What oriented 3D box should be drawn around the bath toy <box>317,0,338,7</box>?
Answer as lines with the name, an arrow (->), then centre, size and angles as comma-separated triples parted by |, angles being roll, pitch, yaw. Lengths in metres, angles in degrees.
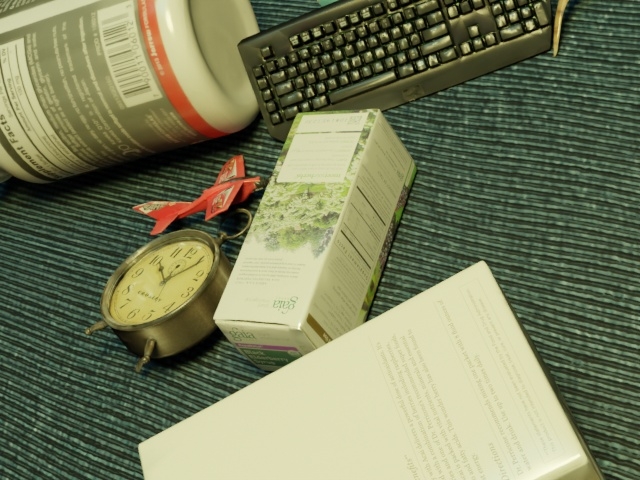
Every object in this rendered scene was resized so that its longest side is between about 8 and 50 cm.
bath toy -> 0.047, -0.411, 1.315 | 0.151, 0.129, 0.348 | 0, 50, -12

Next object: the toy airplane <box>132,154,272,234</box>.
toy airplane -> -0.117, -0.041, 1.174 | 0.151, 0.028, 0.151 | -16, 23, 7

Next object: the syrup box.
syrup box -> 0.000, 0.000, 1.053 | 0.093, 0.096, 0.237 | 1, 58, 32

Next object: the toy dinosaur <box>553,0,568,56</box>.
toy dinosaur -> 0.286, -0.286, 1.127 | 0.211, 0.064, 0.112 | -32, 48, 6

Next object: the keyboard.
keyboard -> 0.062, -0.237, 1.160 | 0.317, 0.033, 0.202 | -18, 92, 16

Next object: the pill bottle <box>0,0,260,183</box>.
pill bottle -> -0.261, -0.180, 1.260 | 0.362, 0.210, 0.210 | -13, 51, 22

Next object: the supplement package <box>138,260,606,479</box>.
supplement package -> 0.047, 0.186, 0.832 | 0.293, 0.175, 0.178 | -28, 49, 8

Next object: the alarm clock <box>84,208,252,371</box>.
alarm clock -> -0.131, 0.040, 1.118 | 0.129, 0.064, 0.192 | 18, 61, 47
